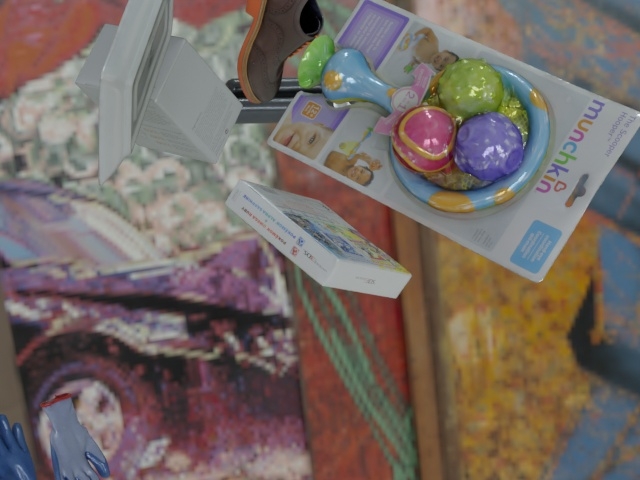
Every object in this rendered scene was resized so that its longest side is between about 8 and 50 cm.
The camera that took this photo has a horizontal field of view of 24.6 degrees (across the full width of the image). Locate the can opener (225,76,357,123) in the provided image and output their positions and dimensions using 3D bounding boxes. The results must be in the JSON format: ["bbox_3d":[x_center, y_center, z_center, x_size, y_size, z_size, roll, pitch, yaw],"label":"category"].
[{"bbox_3d":[-0.003,-0.230,2.243,0.283,0.095,0.076,-3,59,-17],"label":"can opener"}]

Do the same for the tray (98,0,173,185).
[{"bbox_3d":[-0.188,-0.193,1.535,0.030,0.145,0.270,9,44,1],"label":"tray"}]

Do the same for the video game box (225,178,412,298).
[{"bbox_3d":[0.000,0.000,1.913,0.187,0.048,0.205,37,12,29],"label":"video game box"}]

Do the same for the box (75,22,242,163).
[{"bbox_3d":[-0.200,-0.183,1.846,0.130,0.170,0.091,15,72,29],"label":"box"}]

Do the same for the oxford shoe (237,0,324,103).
[{"bbox_3d":[-0.053,-0.279,2.038,0.098,0.271,0.097,20,55,7],"label":"oxford shoe"}]

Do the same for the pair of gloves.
[{"bbox_3d":[-0.341,0.275,1.785,0.023,0.159,0.198,-24,-6,38],"label":"pair of gloves"}]

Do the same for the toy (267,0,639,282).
[{"bbox_3d":[0.080,-0.084,1.000,0.237,0.056,0.137,28,80,32],"label":"toy"}]
